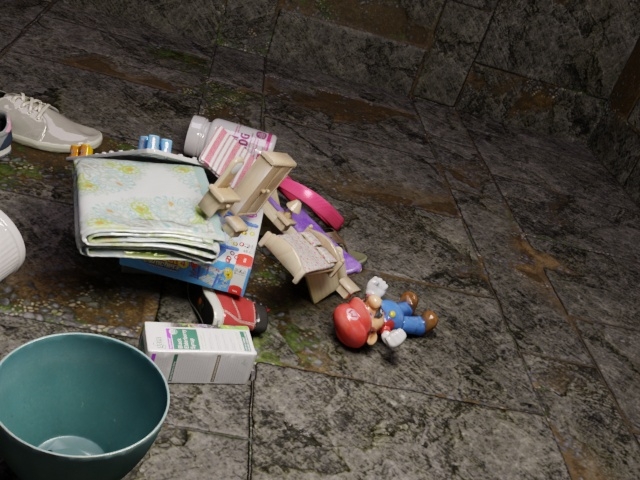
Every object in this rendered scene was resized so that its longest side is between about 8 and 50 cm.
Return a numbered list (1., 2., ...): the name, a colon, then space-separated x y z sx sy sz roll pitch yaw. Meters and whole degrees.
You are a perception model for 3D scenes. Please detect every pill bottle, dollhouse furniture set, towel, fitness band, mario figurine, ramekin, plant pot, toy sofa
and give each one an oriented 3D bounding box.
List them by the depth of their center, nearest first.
1. plant pot: -0.424 0.327 1.297 0.290 0.195 0.290 14 30 -9
2. ramekin: -0.763 0.017 1.627 0.207 0.207 0.109 22 38 5
3. towel: -0.407 -0.081 1.749 0.320 0.090 0.374 6 32 -23
4. dollhouse furniture set: -0.052 -0.031 1.755 0.355 0.174 0.303 46 21 17
5. mario figurine: 0.170 0.180 1.911 0.198 0.170 0.320 -1 0 45
6. towel: -0.228 -0.192 1.972 0.197 0.029 0.144 44 41 -23
7. toy sofa: -0.053 -0.014 2.075 0.177 0.150 0.362 -31 50 -16
8. fitness band: -0.032 -0.118 2.283 0.209 0.054 0.291 33 -3 26
9. pill bottle: -0.299 -0.311 2.488 0.283 0.160 0.160 16 29 -5

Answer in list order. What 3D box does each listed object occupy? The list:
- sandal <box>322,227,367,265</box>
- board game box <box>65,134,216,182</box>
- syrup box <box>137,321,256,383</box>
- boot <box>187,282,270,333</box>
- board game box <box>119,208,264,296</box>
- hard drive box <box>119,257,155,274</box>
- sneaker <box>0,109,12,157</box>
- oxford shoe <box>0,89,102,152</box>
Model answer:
1. sandal: -0.002 0.000 2.209 0.302 0.086 0.120 27 30 14
2. board game box: -0.427 -0.215 2.066 0.390 0.050 0.390 1 -6 41
3. syrup box: -0.270 0.245 1.628 0.236 0.096 0.093 6 32 -23
4. boot: -0.223 0.143 1.854 0.176 0.088 0.244 8 30 -33
5. board game box: -0.309 -0.015 1.871 0.301 0.086 0.308 15 29 -7
6. hard drive box: -0.437 -0.012 1.972 0.181 0.089 0.232 6 32 -23
7. sneaker: -0.968 -0.270 2.055 0.112 0.131 0.319 22 29 4
8. oxford shoe: -0.891 -0.376 2.288 0.449 0.130 0.169 15 28 -9
